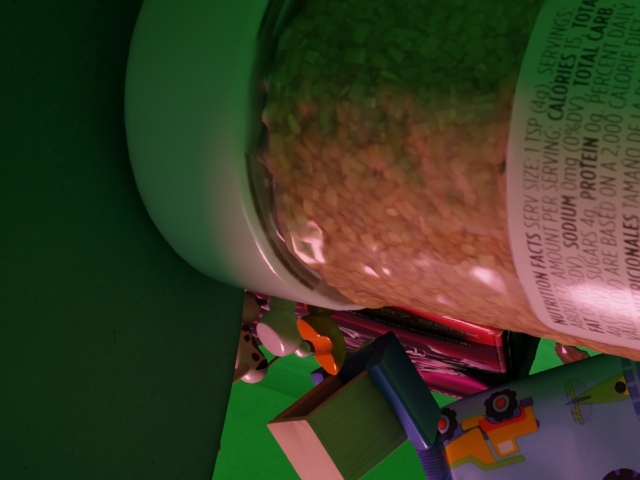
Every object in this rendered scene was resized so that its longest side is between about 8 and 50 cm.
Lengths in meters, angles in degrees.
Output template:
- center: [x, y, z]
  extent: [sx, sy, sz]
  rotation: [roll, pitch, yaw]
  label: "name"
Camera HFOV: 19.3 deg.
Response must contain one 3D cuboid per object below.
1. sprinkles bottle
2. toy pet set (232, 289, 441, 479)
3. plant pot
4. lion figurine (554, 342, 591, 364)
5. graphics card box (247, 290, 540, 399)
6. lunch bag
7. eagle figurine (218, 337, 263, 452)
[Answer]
- center: [0.114, -0.021, 0.451]
  extent: [0.355, 0.121, 0.121]
  rotation: [11, 170, 39]
  label: "sprinkles bottle"
- center: [0.004, 0.042, 0.778]
  extent: [0.114, 0.065, 0.122]
  rotation: [58, 153, -9]
  label: "toy pet set"
- center: [-0.142, -0.008, 0.611]
  extent: [0.271, 0.255, 0.271]
  rotation: [17, 173, 2]
  label: "plant pot"
- center: [0.284, 0.235, 1.413]
  extent: [0.392, 0.240, 0.142]
  rotation: [23, 170, -32]
  label: "lion figurine"
- center: [0.000, 0.000, 0.951]
  extent: [0.232, 0.094, 0.371]
  rotation: [16, 173, 9]
  label: "graphics card box"
- center: [0.204, 0.114, 0.987]
  extent: [0.221, 0.138, 0.293]
  rotation: [-18, 175, 19]
  label: "lunch bag"
- center: [-0.148, 0.038, 1.370]
  extent: [0.226, 0.225, 0.298]
  rotation: [58, -159, -8]
  label: "eagle figurine"
